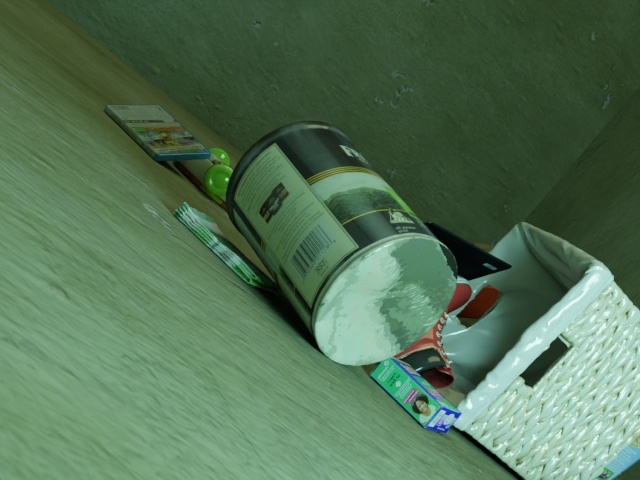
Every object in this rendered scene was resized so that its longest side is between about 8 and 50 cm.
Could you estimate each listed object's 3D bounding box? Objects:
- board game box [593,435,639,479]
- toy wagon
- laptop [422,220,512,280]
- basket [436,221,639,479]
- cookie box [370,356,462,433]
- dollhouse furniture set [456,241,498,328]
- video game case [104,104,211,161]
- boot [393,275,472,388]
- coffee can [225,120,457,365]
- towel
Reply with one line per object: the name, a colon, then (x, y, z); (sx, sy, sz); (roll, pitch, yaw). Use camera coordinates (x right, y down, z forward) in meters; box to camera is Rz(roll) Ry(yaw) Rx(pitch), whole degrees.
board game box: (0.469, 0.349, 1.767); (0.160, 0.211, 0.039); (39, 20, -23)
toy wagon: (-0.120, -0.065, 1.926); (0.344, 0.068, 0.267); (40, 4, -13)
laptop: (0.134, -0.017, 1.677); (0.234, 0.136, 0.264); (26, 19, -43)
basket: (0.350, 0.191, 1.661); (0.266, 0.328, 0.331); (43, 2, -18)
cookie box: (0.129, 0.207, 1.385); (0.107, 0.040, 0.092); (41, 5, 28)
dollhouse furniture set: (0.291, 0.137, 2.437); (0.259, 0.261, 0.135); (6, 11, -6)
video game case: (-0.283, -0.189, 1.786); (0.119, 0.015, 0.166); (-7, 40, -47)
boot: (0.180, 0.147, 1.585); (0.244, 0.088, 0.176); (-19, 48, -36)
coffee can: (0.021, -0.001, 1.342); (0.201, 0.201, 0.275); (36, 12, -46)
towel: (-0.120, 0.011, 1.371); (0.152, 0.023, 0.113); (42, 5, 20)
